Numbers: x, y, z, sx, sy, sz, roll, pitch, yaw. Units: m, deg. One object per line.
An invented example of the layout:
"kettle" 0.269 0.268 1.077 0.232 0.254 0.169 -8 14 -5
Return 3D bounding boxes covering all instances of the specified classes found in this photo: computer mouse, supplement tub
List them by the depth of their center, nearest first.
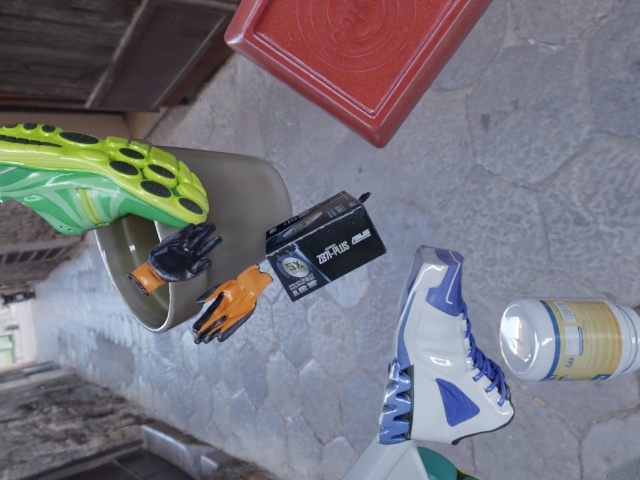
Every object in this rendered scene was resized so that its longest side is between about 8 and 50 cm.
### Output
"supplement tub" 0.433 0.170 0.890 0.144 0.200 0.144 -178 90 -81
"computer mouse" 0.097 -0.121 1.643 0.041 0.242 0.071 40 121 11

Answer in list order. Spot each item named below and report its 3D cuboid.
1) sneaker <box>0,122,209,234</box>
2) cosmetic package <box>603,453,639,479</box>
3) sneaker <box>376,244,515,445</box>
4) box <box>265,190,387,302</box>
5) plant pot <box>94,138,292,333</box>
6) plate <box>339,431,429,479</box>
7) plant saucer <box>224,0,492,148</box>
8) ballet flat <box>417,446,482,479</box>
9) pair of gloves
"sneaker" -0.290 -0.068 0.680 0.109 0.296 0.123 -76 1 -54
"cosmetic package" 0.699 0.490 1.003 0.113 0.160 0.309 40 135 11
"sneaker" 0.192 0.166 0.735 0.127 0.182 0.315 -64 -18 -69
"box" 0.000 0.000 0.760 0.077 0.147 0.180 62 -179 -13
"plant pot" -0.216 -0.036 0.917 0.323 0.280 0.323 24 123 43
"plate" 0.131 0.490 0.890 0.045 0.277 0.278 -14 102 41
"plant saucer" 0.043 -0.277 0.615 0.259 0.047 0.258 34 114 -6
"ballet flat" 0.288 0.530 1.107 0.231 0.077 0.077 24 125 8
"pair of gloves" -0.083 0.028 0.365 0.083 0.074 0.010 42 146 2
